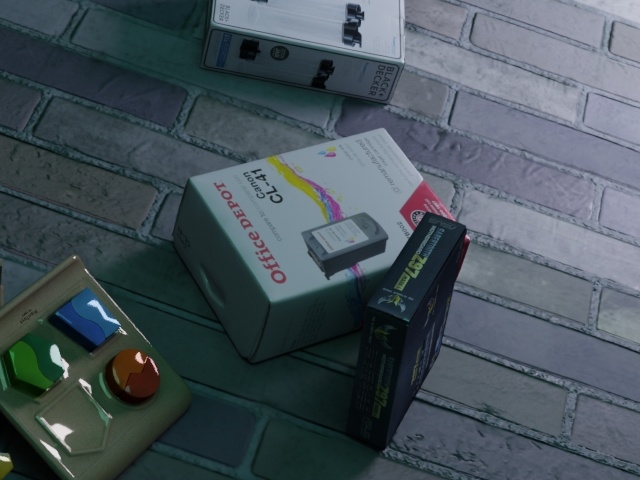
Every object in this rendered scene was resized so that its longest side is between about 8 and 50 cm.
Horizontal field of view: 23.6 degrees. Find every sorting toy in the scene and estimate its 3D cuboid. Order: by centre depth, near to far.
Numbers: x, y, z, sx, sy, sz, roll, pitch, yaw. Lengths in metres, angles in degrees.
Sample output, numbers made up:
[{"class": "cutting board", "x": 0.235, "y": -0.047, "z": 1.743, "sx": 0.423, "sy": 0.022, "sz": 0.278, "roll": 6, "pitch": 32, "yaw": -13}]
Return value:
[{"class": "sorting toy", "x": -0.293, "y": 0.172, "z": 1.692, "sx": 0.229, "sy": 0.041, "sz": 0.307, "roll": 52, "pitch": 45, "yaw": -5}]

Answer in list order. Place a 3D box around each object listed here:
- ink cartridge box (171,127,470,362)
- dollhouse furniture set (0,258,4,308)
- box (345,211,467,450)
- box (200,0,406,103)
[{"class": "ink cartridge box", "x": 0.000, "y": 0.000, "z": 1.960, "sx": 0.306, "sy": 0.131, "sz": 0.226, "roll": -16, "pitch": 56, "yaw": -31}, {"class": "dollhouse furniture set", "x": -0.432, "y": 0.054, "z": 1.757, "sx": 0.144, "sy": 0.151, "sz": 0.123, "roll": 1, "pitch": 49, "yaw": -14}, {"class": "box", "x": 0.101, "y": 0.109, "z": 1.820, "sx": 0.059, "sy": 0.232, "sz": 0.183, "roll": 21, "pitch": 45, "yaw": 15}, {"class": "box", "x": -0.024, "y": -0.310, "z": 2.262, "sx": 0.290, "sy": 0.087, "sz": 0.169, "roll": 9, "pitch": 47, "yaw": -9}]
